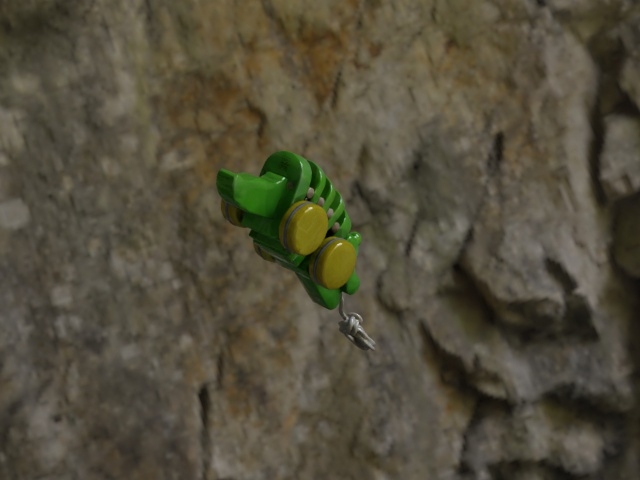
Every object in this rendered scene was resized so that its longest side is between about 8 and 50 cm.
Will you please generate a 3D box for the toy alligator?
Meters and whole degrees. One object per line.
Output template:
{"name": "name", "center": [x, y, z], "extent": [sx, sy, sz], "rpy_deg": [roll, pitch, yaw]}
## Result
{"name": "toy alligator", "center": [0.000, 0.000, 0.721], "extent": [0.051, 0.056, 0.189], "rpy_deg": [-55, -39, -13]}
